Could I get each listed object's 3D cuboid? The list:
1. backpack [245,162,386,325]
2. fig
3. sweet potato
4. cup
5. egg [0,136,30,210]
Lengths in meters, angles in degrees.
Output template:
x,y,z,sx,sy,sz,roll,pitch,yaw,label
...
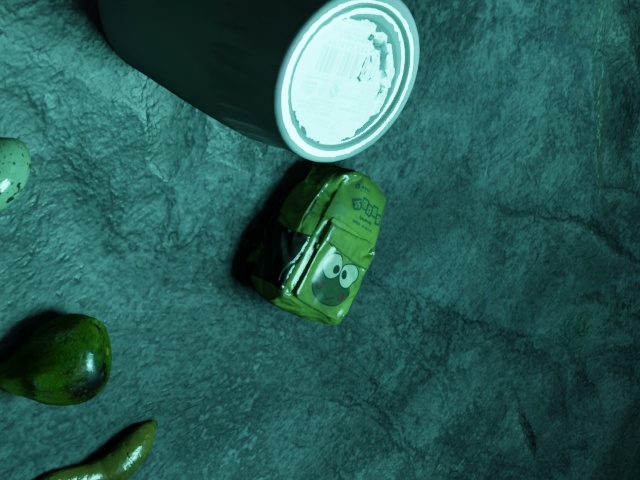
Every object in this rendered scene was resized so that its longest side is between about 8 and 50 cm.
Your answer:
x,y,z,sx,sy,sz,roll,pitch,yaw,label
0.000,0.000,1.690,0.207,0.140,0.253,32,82,-53,backpack
-0.363,0.167,1.424,0.156,0.123,0.123,-9,130,0,fig
-0.339,0.350,1.598,0.249,0.059,0.069,-24,111,-33,sweet potato
-0.079,-0.255,1.248,0.253,0.371,0.253,-23,131,-29,cup
-0.388,-0.078,1.231,0.110,0.085,0.085,-52,143,-23,egg
